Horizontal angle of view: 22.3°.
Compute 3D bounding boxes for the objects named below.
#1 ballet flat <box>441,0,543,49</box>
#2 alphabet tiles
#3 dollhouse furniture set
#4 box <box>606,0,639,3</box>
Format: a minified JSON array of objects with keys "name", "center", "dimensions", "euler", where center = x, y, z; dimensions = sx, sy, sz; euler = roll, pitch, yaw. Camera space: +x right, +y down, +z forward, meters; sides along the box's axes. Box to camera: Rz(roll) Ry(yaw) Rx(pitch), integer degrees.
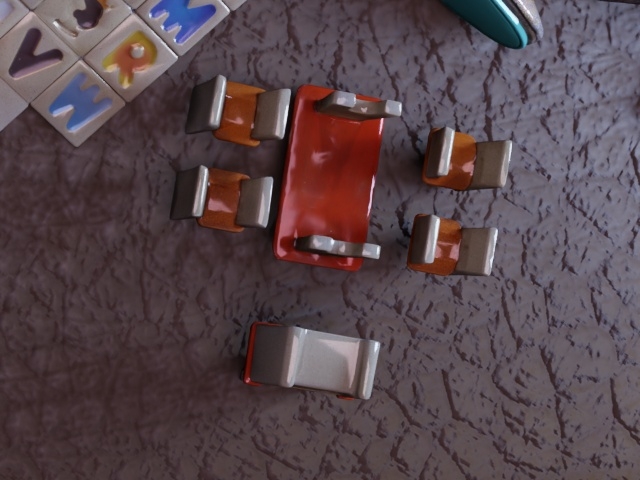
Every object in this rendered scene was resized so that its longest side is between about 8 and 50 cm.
[{"name":"ballet flat","center":[0.085,-0.286,1.340],"dimensions":[0.316,0.107,0.106],"euler":[36,81,-21]},{"name":"alphabet tiles","center":[-0.201,-0.235,1.252],"dimensions":[0.342,0.011,0.285],"euler":[-40,121,7]},{"name":"dollhouse furniture set","center":[0.000,0.000,1.373],"dimensions":[0.262,0.135,0.259],"euler":[11,85,-19]},{"name":"box","center":[0.359,-0.282,1.387],"dimensions":[0.203,0.167,0.168],"euler":[-1,100,-17]}]
